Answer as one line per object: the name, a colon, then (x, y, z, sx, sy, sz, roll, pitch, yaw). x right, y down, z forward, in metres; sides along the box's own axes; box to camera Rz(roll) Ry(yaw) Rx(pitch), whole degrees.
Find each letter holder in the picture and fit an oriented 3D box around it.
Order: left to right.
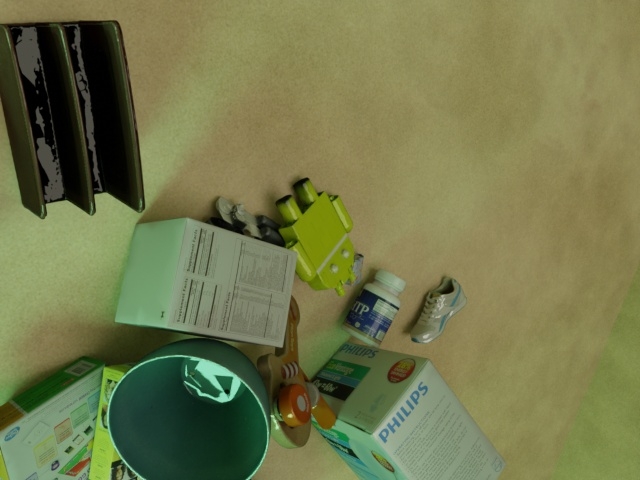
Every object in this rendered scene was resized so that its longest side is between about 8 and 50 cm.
letter holder: (-0.398, -0.190, 1.000, 0.152, 0.214, 0.301, -17, 115, -34)

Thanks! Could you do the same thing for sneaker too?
sneaker: (0.329, 0.203, 1.812, 0.229, 0.087, 0.092, -45, 121, -27)

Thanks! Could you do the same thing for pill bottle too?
pill bottle: (0.143, 0.173, 1.627, 0.112, 0.112, 0.186, 34, 82, -41)

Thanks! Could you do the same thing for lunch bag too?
lunch bag: (0.079, 0.072, 1.580, 0.083, 0.053, 0.071, -17, 117, -62)

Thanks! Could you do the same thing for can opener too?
can opener: (-0.133, -0.011, 1.383, 0.093, 0.074, 0.280, -41, 134, 24)

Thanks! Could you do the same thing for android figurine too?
android figurine: (0.000, 0.000, 1.427, 0.272, 0.056, 0.248, 62, 39, -17)

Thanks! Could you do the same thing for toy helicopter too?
toy helicopter: (-0.063, 0.285, 1.403, 0.235, 0.140, 0.354, 42, 36, -46)

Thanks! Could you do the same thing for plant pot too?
plant pot: (-0.224, 0.299, 1.186, 0.291, 0.195, 0.290, 2, 109, 5)

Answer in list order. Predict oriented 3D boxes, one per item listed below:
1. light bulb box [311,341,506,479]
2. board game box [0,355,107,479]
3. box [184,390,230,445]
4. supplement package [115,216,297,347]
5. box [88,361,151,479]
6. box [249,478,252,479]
light bulb box: (0.186, 0.468, 1.539, 0.225, 0.358, 0.361, -45, 110, -23)
board game box: (-0.487, 0.414, 1.173, 0.242, 0.064, 0.316, -33, 127, -55)
box: (-0.261, 0.439, 1.347, 0.247, 0.142, 0.163, -43, 123, -28)
supplement package: (-0.217, 0.088, 1.221, 0.263, 0.199, 0.197, 19, 75, -41)
box: (-0.385, 0.358, 1.215, 0.087, 0.058, 0.232, 9, 90, -62)
box: (-0.251, 0.538, 1.423, 0.137, 0.126, 0.072, -38, 126, -23)
